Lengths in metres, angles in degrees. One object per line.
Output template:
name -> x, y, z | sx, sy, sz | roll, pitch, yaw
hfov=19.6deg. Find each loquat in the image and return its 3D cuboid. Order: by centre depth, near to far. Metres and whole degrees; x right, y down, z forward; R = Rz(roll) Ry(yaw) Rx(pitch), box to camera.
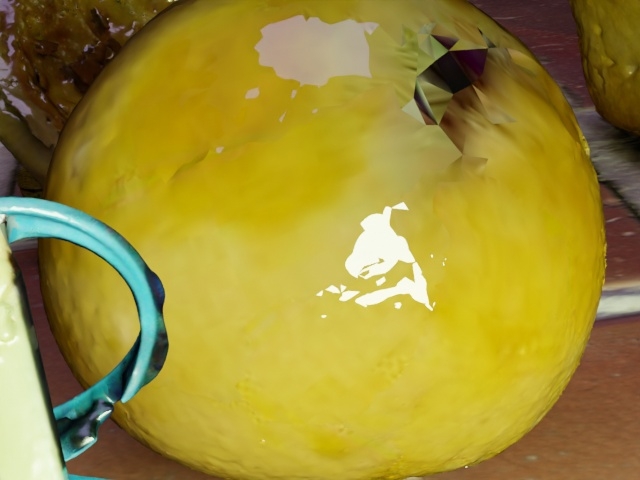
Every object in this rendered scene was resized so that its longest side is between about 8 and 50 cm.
loquat -> 0.000, 0.000, 0.865 | 0.263, 0.263, 0.263 | -7, 15, 2

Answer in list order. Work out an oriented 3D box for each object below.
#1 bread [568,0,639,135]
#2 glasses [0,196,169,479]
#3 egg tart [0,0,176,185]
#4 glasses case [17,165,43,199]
bread -> 0.354, -0.182, 1.406 | 0.337, 0.204, 0.358 | -4, 12, 22
glasses -> -0.046, 0.109, 0.561 | 0.102, 0.239, 0.207 | -37, 48, -26
egg tart -> -0.133, -0.106, 1.394 | 0.290, 0.115, 0.290 | 10, 51, -13
glasses case -> -0.129, -0.071, 1.492 | 0.234, 0.064, 0.079 | -17, 12, -29
